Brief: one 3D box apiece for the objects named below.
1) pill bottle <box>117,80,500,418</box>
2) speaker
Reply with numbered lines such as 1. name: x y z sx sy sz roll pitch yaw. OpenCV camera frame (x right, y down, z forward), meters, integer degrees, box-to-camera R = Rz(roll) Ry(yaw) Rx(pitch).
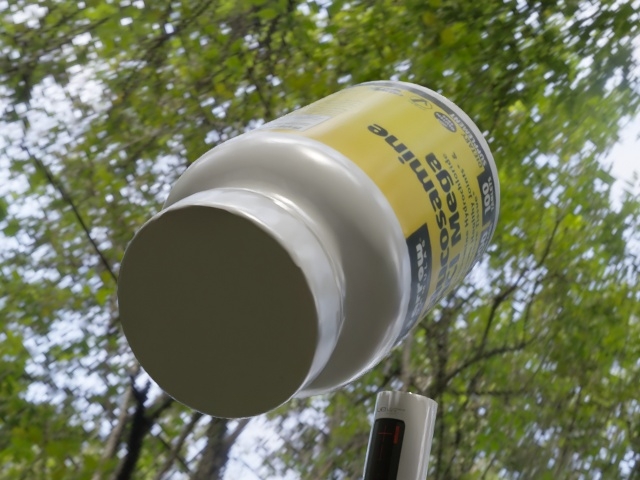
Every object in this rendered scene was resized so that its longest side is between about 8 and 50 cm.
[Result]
1. pill bottle: 0.000 0.000 0.922 0.188 0.334 0.188 7 -71 22
2. speaker: 0.063 0.198 1.079 0.055 0.055 0.136 3 -111 23
